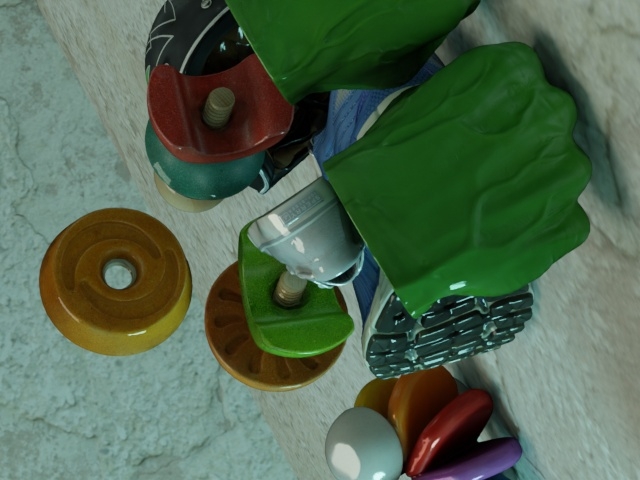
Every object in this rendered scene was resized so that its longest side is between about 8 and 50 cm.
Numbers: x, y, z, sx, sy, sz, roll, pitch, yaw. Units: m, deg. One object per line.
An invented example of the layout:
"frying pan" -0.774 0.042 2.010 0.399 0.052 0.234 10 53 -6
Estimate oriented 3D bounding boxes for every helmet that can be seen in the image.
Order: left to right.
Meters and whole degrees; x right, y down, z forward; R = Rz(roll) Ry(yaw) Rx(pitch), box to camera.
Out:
"helmet" -0.058 -0.133 1.430 0.161 0.169 0.169 46 169 -1

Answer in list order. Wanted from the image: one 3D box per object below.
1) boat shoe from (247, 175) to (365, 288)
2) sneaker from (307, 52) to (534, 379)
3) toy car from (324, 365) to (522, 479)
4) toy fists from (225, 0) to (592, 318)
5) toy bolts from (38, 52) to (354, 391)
"boat shoe" 0.000 0.000 1.125 0.063 0.066 0.184 57 173 1
"sneaker" 0.068 -0.026 1.274 0.330 0.129 0.147 84 170 -52
"toy car" 0.108 0.186 1.545 0.136 0.159 0.182 -33 82 42
"toy fists" 0.053 -0.096 1.064 0.279 0.142 0.096 61 -174 12
"toy bolts" -0.095 -0.001 1.285 0.158 0.218 0.229 119 145 -66
